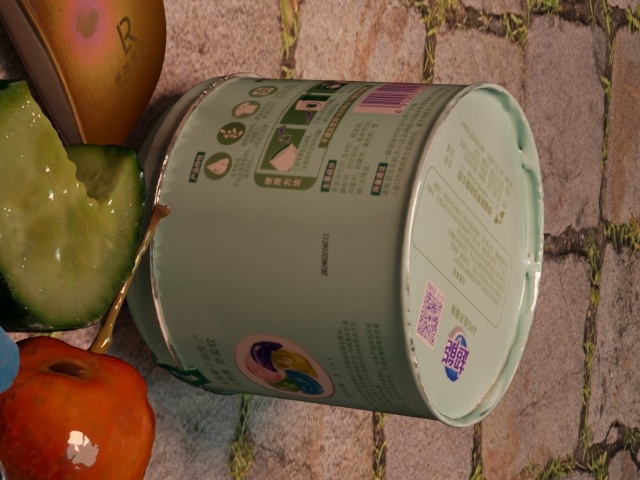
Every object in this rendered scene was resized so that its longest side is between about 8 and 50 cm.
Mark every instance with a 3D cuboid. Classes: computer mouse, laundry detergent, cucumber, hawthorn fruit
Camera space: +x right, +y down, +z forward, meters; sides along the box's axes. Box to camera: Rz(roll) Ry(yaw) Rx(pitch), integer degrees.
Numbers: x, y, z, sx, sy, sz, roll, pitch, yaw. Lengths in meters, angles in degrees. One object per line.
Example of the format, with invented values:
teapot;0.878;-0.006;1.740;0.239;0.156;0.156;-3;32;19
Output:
computer mouse;-0.196;-0.203;1.286;0.158;0.072;0.310;-62;143;-39
laundry detergent;0.000;0.000;1.426;0.287;0.305;0.287;-15;108;-60
cucumber;-0.233;-0.019;1.198;0.191;0.130;0.191;10;78;-59
hawthorn fruit;-0.186;0.100;1.271;0.165;0.165;0.285;61;38;-46

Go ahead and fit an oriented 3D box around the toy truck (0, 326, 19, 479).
toy truck;-0.330;0.175;1.023;0.175;0.146;0.367;65;37;-31
